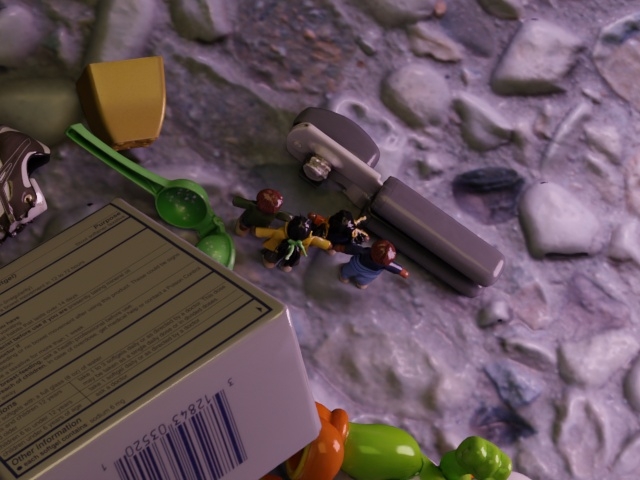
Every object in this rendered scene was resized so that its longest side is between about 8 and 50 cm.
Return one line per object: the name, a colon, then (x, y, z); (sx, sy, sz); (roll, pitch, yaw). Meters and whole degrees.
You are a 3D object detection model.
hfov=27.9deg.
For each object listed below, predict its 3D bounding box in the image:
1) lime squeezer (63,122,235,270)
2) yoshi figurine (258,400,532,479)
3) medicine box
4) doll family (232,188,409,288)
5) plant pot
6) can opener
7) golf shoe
lime squeezer: (-0.132, -0.002, 1.309); (0.059, 0.110, 0.310); (-35, 85, 18)
yoshi figurine: (0.120, 0.285, 1.216); (0.362, 0.203, 0.203); (18, 66, -21)
medicine box: (-0.195, 0.125, 1.129); (0.263, 0.149, 0.289); (-33, 38, -25)
doll family: (0.000, 0.000, 1.337); (0.193, 0.111, 0.076); (8, 68, -14)
plant pot: (-0.204, -0.139, 1.348); (0.081, 0.081, 0.083); (-10, 85, -20)
can opener: (0.082, -0.047, 1.401); (0.280, 0.074, 0.093); (39, 63, 0)
golf shoe: (-0.320, -0.026, 1.269); (0.094, 0.077, 0.198); (14, 68, -12)
